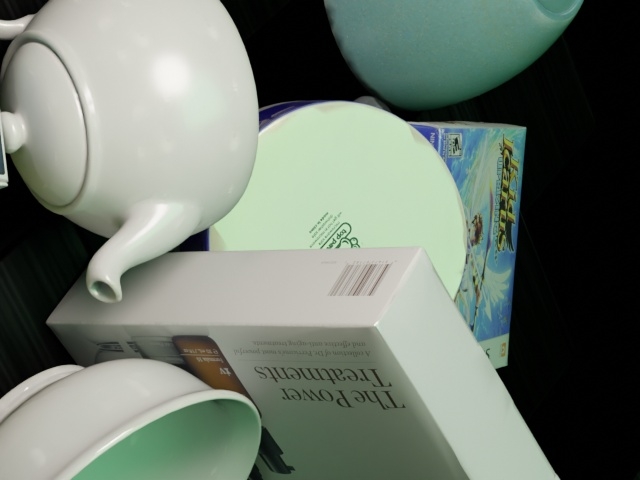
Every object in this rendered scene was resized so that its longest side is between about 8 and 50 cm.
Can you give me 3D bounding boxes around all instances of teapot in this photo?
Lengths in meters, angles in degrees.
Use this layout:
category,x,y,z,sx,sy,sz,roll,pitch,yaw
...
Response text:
category,x,y,z,sx,sy,sz,roll,pitch,yaw
teapot,-0.186,-0.111,1.618,0.187,0.256,0.252,-13,113,-33

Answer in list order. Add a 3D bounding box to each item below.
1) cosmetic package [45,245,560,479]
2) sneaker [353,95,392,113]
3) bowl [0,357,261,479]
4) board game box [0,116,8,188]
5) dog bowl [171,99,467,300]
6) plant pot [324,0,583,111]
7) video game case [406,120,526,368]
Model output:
category,x,y,z,sx,sy,sz,roll,pitch,yaw
cosmetic package,-0.017,0.140,1.675,0.284,0.377,0.097,56,50,-32
sneaker,0.004,-0.062,1.944,0.098,0.083,0.223,37,61,-36
bowl,-0.201,0.198,1.599,0.298,0.134,0.298,-36,152,-23
board game box,-0.345,-0.190,1.512,0.193,0.053,0.305,4,74,-50
dog bowl,0.000,0.000,1.830,0.265,0.104,0.264,-1,92,-22
plant pot,0.165,-0.288,2.056,0.290,0.195,0.290,4,85,-50
video game case,0.139,0.011,2.046,0.244,0.061,0.269,-7,102,-65
